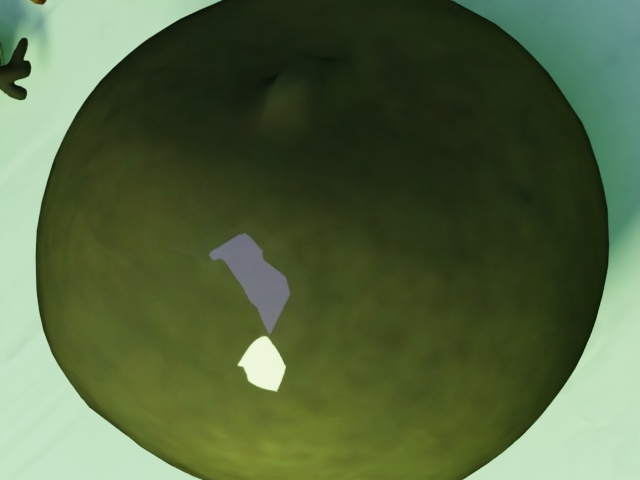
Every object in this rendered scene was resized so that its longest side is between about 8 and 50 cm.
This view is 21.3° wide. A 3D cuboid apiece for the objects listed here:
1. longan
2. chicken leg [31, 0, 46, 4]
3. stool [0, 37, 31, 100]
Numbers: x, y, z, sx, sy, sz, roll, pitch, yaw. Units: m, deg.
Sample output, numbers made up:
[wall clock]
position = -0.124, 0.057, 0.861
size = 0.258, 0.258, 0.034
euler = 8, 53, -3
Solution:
[longan]
position = -0.002, 0.004, 0.875
size = 0.297, 0.297, 0.297
euler = 6, 104, 25
[chicken leg]
position = -0.058, -0.283, 0.938
size = 0.295, 0.182, 0.409
euler = 36, 99, 5
[stool]
position = -0.285, -0.083, 1.094
size = 0.217, 0.121, 0.125
euler = -33, 103, 0
